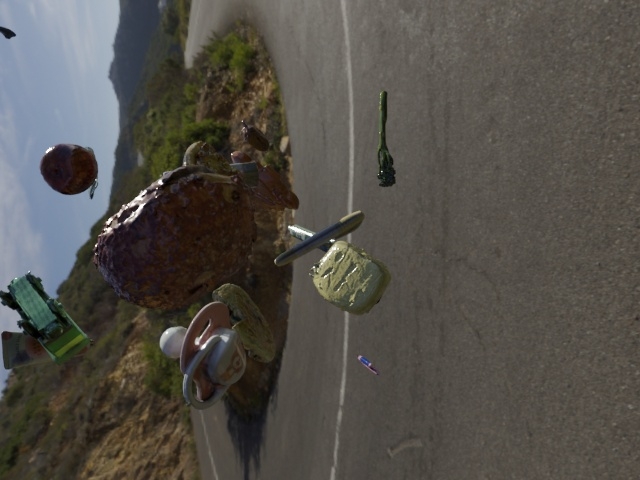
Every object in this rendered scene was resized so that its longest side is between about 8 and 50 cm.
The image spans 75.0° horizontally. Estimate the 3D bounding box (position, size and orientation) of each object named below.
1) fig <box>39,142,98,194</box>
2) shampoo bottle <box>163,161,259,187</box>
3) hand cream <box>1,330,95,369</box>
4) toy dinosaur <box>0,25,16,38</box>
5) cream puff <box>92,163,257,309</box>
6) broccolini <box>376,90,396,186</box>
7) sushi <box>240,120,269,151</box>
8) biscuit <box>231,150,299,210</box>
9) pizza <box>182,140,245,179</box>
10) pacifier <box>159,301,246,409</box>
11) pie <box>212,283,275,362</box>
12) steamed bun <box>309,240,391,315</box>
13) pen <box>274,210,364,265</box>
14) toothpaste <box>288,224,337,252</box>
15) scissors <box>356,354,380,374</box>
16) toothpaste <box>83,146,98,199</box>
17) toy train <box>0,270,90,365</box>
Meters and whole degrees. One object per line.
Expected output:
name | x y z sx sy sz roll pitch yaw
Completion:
fig | -0.614 -0.172 1.027 0.150 0.128 0.129 166 99 -68
shampoo bottle | -0.272 -0.152 1.052 0.086 0.227 0.056 115 141 -64
hand cream | -0.946 0.374 1.474 0.340 0.077 0.125 28 -136 -69
toy dinosaur | -0.932 -0.555 1.032 0.248 0.188 0.075 67 -167 -85
cream puff | -0.191 0.002 0.599 0.164 0.240 0.240 40 147 6
broccolini | 0.273 -0.409 1.701 0.074 0.078 0.393 27 -116 -75
sushi | -0.206 -0.326 1.314 0.052 0.120 0.055 -50 48 13
biscuit | -0.214 -0.181 1.477 0.043 0.284 0.306 -57 12 -23
pizza | -0.217 -0.141 0.859 0.046 0.134 0.175 -45 58 35
pacifier | -0.334 0.327 1.228 0.273 0.220 0.332 42 153 41
pie | -0.271 0.305 1.552 0.338 0.075 0.337 52 -173 -9
steamed bun | 0.114 0.141 1.548 0.272 0.166 0.232 31 93 26
pen | 0.000 0.000 0.956 0.040 0.233 0.032 59 -177 -9
toothpaste | -0.035 -0.007 1.876 0.392 0.061 0.099 25 145 50
scissors | 0.115 0.309 1.054 0.039 0.012 0.113 48 169 -14
toothpaste | -0.627 -0.192 1.136 0.056 0.036 0.205 -56 46 24
toy train | -0.851 0.231 1.281 0.300 0.120 0.202 30 145 30
